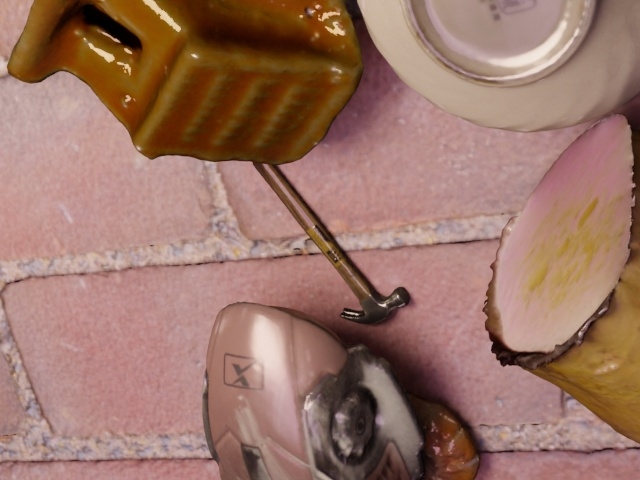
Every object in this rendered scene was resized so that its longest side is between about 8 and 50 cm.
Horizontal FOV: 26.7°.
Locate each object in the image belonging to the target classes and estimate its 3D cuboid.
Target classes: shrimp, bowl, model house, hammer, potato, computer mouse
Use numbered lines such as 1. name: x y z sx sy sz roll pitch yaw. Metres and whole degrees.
1. shrimp: 0.059 0.167 1.226 0.190 0.042 0.101 34 129 2
2. bowl: 0.141 -0.196 0.961 0.277 0.145 0.277 10 118 20
3. model house: -0.072 -0.180 1.020 0.239 0.173 0.268 40 136 2
4. hammer: 0.000 0.000 1.183 0.062 0.017 0.182 -36 96 31
5. potato: 0.283 0.062 1.009 0.266 0.229 0.229 29 123 -12
6. computer mouse: -0.006 0.214 1.201 0.199 0.115 0.389 7 132 39
